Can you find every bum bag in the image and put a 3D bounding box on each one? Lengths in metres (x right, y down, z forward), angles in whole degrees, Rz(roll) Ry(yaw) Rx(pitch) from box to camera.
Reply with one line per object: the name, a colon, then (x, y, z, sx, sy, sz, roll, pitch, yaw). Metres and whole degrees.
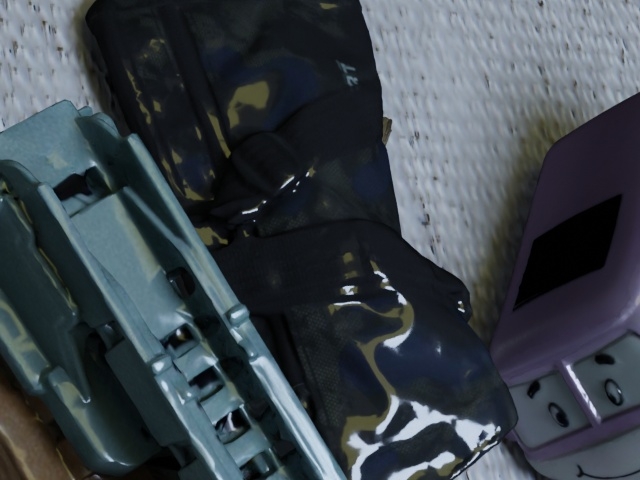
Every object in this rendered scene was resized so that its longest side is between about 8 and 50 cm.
bum bag: (-0.009, -0.008, 0.913, 0.137, 0.074, 0.310, -14, 73, -18)

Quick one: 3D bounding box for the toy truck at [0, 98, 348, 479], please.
toy truck: (-0.054, 0.122, 0.761, 0.133, 0.184, 0.338, -28, 85, -38)

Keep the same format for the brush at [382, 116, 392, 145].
brush: (0.000, 0.000, 0.964, 0.043, 0.014, 0.170, 28, 56, -18)

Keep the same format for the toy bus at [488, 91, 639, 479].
toy bus: (0.176, 0.033, 0.988, 0.142, 0.142, 0.202, 36, 52, -22)
